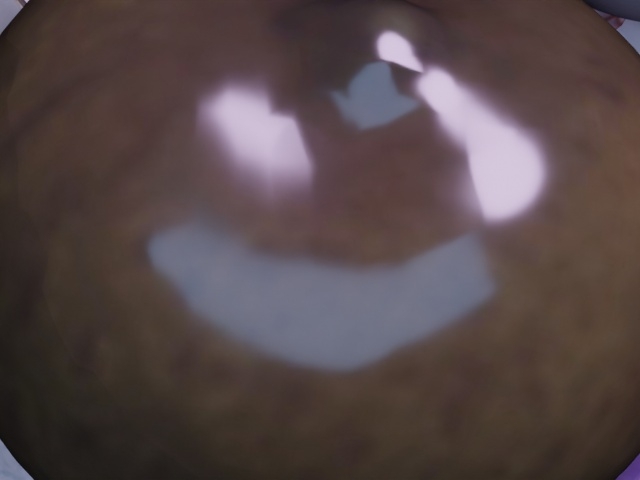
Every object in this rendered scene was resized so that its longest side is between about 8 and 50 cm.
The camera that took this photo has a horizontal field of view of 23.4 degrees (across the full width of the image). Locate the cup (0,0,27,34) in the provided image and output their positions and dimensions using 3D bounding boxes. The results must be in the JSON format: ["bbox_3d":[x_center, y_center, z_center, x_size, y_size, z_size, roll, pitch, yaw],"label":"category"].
[{"bbox_3d":[-0.257,-0.066,0.783,0.234,0.258,0.186,-38,112,-1],"label":"cup"}]

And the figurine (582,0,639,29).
[{"bbox_3d":[0.105,-0.208,0.776,0.370,0.167,0.281,12,136,20],"label":"figurine"}]

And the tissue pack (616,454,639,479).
[{"bbox_3d":[0.241,0.158,0.846,0.242,0.160,0.338,40,95,-14],"label":"tissue pack"}]

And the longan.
[{"bbox_3d":[0.000,0.000,0.740,0.361,0.361,0.361,0,97,1],"label":"longan"}]
